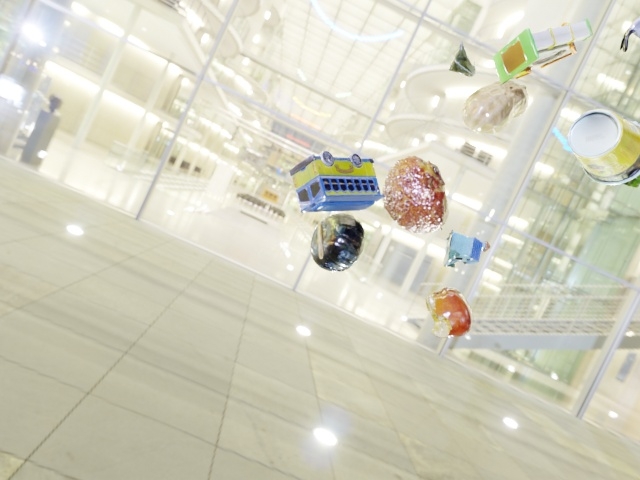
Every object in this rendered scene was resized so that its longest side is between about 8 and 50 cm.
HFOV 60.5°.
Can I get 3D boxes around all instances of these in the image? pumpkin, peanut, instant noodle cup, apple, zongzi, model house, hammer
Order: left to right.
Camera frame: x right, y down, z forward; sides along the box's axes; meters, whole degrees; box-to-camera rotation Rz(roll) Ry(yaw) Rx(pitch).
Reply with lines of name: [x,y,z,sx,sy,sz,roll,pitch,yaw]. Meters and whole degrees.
pumpkin: [0.063,0.004,2.038,0.163,0.233,0.233,28,1,-24]
apple: [0.435,0.239,1.847,0.147,0.158,0.156,-10,6,8]
model house: [0.512,0.042,1.914,0.149,0.119,0.148,9,-24,8]
zongzi: [0.582,-0.714,2.175,0.109,0.119,0.055,21,41,-1]
peanut: [0.678,-0.510,2.099,0.170,0.192,0.387,35,47,30]
instant noodle cup: [0.860,-0.293,1.654,0.216,0.215,0.236,27,10,41]
hammer: [1.115,-0.530,1.740,0.427,0.152,0.044,45,20,-14]

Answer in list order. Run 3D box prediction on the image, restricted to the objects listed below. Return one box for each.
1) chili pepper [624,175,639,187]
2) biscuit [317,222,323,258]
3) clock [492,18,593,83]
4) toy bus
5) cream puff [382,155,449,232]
chili pepper: [1.041,-0.306,1.680,0.085,0.359,0.076,18,46,0]
biscuit: [0.000,0.000,1.820,0.019,0.071,0.147,-2,40,0]
clock: [0.768,-0.653,1.884,0.256,0.106,0.220,-17,-2,-13]
toy bus: [0.058,-0.185,1.799,0.288,0.175,0.138,-4,-17,-42]
cream puff: [0.365,-0.174,2.183,0.229,0.350,0.350,-16,11,-9]
